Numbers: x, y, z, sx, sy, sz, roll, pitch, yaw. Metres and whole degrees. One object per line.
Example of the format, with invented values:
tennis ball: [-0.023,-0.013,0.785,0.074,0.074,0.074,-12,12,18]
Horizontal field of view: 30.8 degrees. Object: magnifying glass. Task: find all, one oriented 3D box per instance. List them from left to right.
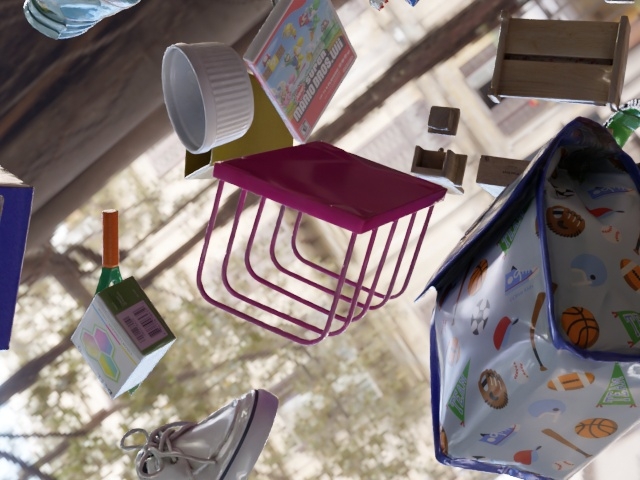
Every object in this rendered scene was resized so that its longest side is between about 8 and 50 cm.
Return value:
magnifying glass: [-0.339,0.065,1.874,0.092,0.026,0.231,-19,-65,-59]

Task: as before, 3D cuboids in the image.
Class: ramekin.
ramekin: [-0.208,-0.273,2.177,0.109,0.207,0.207,-16,-117,-25]

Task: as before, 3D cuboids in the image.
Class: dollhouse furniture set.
dollhouse furniture set: [0.333,-0.240,1.848,0.174,0.303,0.355,24,-104,-66]

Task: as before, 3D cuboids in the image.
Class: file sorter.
file sorter: [0.000,0.000,1.491,0.202,0.182,0.291,22,-162,20]

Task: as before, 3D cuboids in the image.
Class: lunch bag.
lunch bag: [0.284,0.071,1.521,0.239,0.328,0.385,16,-129,-17]

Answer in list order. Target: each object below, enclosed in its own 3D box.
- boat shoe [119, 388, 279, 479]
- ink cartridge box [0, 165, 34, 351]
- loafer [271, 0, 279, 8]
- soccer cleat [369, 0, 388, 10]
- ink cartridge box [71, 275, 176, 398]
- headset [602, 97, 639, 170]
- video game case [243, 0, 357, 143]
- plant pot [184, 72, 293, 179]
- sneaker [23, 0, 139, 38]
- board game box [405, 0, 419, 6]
boat shoe: [-0.205,0.314,1.608,0.156,0.367,0.136,30,-148,-13]
ink cartridge box: [-0.376,0.005,1.251,0.069,0.175,0.371,6,-170,-29]
loafer: [-0.067,-0.510,2.183,0.112,0.111,0.319,17,-140,-28]
soccer cleat: [0.116,-0.494,2.211,0.076,0.068,0.196,51,177,1]
ink cartridge box: [-0.286,0.149,1.630,0.062,0.209,0.109,-30,-102,-37]
headset: [0.436,-0.039,1.796,0.185,0.243,0.394,16,-112,-11]
video game case: [-0.028,-0.320,2.035,0.025,0.204,0.285,24,166,26]
plant pot: [-0.164,-0.236,2.438,0.187,0.212,0.212,5,-97,-21]
sneaker: [-0.491,-0.447,2.036,0.319,0.208,0.127,19,-125,-45]
board game box: [0.106,-0.377,1.248,0.160,0.210,0.047,39,168,12]
